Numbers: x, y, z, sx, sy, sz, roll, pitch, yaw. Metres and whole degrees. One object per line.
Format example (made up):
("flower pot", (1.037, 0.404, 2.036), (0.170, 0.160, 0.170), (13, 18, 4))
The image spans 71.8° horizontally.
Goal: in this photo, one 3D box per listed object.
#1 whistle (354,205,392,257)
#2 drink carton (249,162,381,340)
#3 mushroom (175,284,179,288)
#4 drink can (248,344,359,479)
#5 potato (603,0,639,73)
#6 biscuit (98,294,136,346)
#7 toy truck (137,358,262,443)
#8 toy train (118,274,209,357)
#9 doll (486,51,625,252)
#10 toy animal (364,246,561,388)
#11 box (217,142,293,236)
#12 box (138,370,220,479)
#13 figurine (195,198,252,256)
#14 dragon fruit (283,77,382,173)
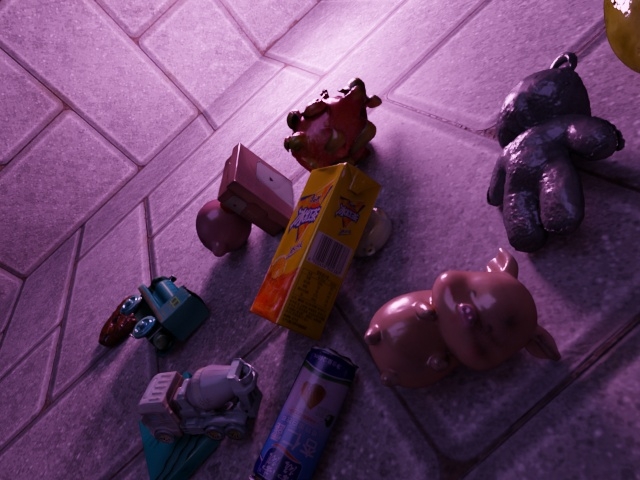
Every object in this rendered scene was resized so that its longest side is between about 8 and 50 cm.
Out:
("whistle", (0.093, -0.053, 1.025), (0.126, 0.067, 0.258), (-31, 34, 17))
("drink carton", (-0.012, 0.017, 0.938), (0.154, 0.111, 0.352), (3, 68, 60))
("mushroom", (-0.463, 0.166, 1.397), (0.101, 0.019, 0.049), (21, 72, 49))
("drink can", (-0.024, 0.302, 0.743), (0.097, 0.097, 0.235), (0, 52, 45))
("potato", (0.608, -0.397, 0.745), (0.215, 0.216, 0.305), (-24, 49, 26))
("biscuit", (-0.667, 0.265, 1.477), (0.192, 0.049, 0.192), (-29, 33, 21))
("toy truck", (-0.230, 0.305, 0.862), (0.256, 0.140, 0.108), (-10, 32, 16))
("toy train", (-0.452, 0.198, 1.271), (0.194, 0.120, 0.298), (-46, 36, -15))
("doll", (0.397, -0.136, 0.767), (0.246, 0.158, 0.341), (131, 146, -56))
("toy animal", (0.193, 0.131, 0.655), (0.250, 0.167, 0.154), (-23, -4, 18))
("box", (-0.182, -0.142, 1.270), (0.086, 0.215, 0.215), (-40, 33, 26))
("box", (-0.313, 0.414, 0.963), (0.161, 0.042, 0.226), (-48, 34, -6))
("figurine", (-0.288, -0.044, 1.315), (0.173, 0.173, 0.173), (-27, 38, 23))
("dragon fruit", (0.037, -0.307, 1.210), (0.243, 0.227, 0.307), (-18, 39, 26))
